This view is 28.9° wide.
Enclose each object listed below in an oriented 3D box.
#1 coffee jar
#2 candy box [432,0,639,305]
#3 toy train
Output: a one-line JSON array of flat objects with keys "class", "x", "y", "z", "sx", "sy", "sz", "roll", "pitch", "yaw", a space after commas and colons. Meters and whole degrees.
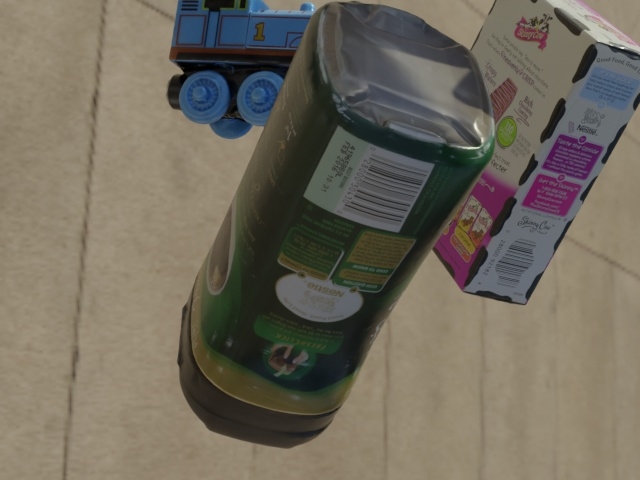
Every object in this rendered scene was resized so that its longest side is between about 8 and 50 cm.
[{"class": "coffee jar", "x": 0.000, "y": 0.000, "z": 0.519, "sx": 0.079, "sy": 0.184, "sz": 0.096, "roll": 17, "pitch": 39, "yaw": -15}, {"class": "candy box", "x": 0.166, "y": -0.087, "z": 1.041, "sx": 0.071, "sy": 0.159, "sz": 0.233, "roll": 12, "pitch": 117, "yaw": -27}, {"class": "toy train", "x": -0.030, "y": -0.132, "z": 0.945, "sx": 0.080, "sy": 0.184, "sz": 0.105, "roll": 23, "pitch": 73, "yaw": -70}]
